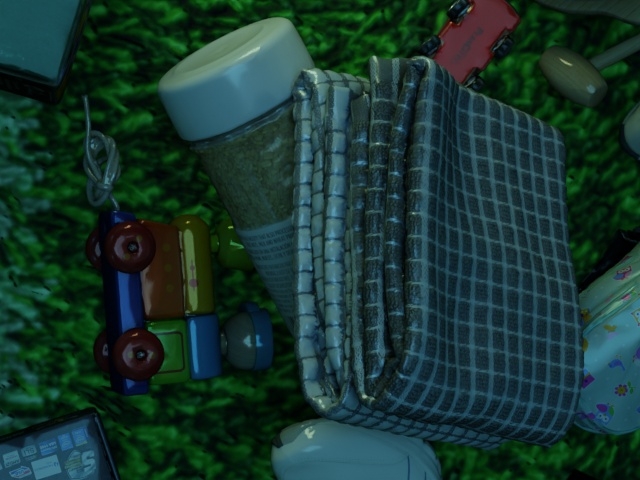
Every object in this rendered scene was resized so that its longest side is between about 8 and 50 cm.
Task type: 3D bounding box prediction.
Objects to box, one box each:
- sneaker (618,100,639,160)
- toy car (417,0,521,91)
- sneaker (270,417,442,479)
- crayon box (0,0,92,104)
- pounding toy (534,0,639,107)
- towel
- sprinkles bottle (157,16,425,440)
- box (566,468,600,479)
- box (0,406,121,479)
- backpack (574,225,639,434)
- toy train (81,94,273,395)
[{"bbox_3d":[0.367,-0.127,1.581,0.258,0.091,0.094,-12,87,-28],"label":"sneaker"},{"bbox_3d":[0.047,-0.103,1.555,0.225,0.053,0.239,6,89,-7],"label":"toy car"},{"bbox_3d":[0.066,0.249,1.465,0.111,0.129,0.297,-27,124,29],"label":"sneaker"},{"bbox_3d":[-0.198,-0.277,1.446,0.083,0.203,0.322,16,88,-7],"label":"crayon box"},{"bbox_3d":[0.245,-0.256,1.566,0.154,0.155,0.269,34,88,21],"label":"pounding toy"},{"bbox_3d":[0.098,0.009,1.402,0.235,0.121,0.283,15,70,-46],"label":"towel"},{"bbox_3d":[0.000,0.000,1.479,0.121,0.121,0.355,-30,107,-6],"label":"sprinkles bottle"},{"bbox_3d":[0.221,0.295,1.531,0.078,0.147,0.180,29,88,-7],"label":"box"},{"bbox_3d":[-0.268,0.260,1.513,0.233,0.059,0.183,-17,94,-7],"label":"box"},{"bbox_3d":[0.268,0.082,1.553,0.182,0.115,0.152,-35,97,-3],"label":"backpack"},{"bbox_3d":[-0.117,-0.001,1.516,0.143,0.105,0.248,-4,90,-18],"label":"toy train"}]
